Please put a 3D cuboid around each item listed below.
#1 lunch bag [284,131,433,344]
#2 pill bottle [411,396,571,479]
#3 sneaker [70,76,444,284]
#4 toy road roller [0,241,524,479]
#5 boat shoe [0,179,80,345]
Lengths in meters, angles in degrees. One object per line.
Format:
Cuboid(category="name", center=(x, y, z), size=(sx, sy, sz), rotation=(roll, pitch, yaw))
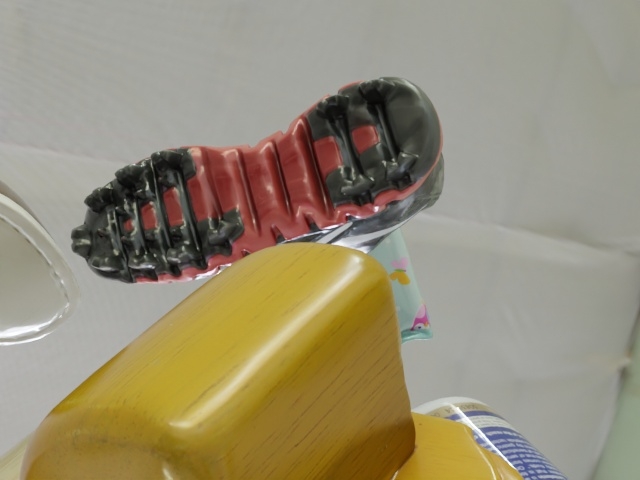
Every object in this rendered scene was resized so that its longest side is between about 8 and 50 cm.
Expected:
Cuboid(category="lunch bag", center=(0.000, 0.000, 1.367), size=(0.262, 0.160, 0.223), rotation=(-145, 36, -81))
Cuboid(category="pill bottle", center=(0.148, 0.245, 1.005), size=(0.153, 0.265, 0.153), rotation=(-16, -56, -25))
Cuboid(category="sneaker", center=(-0.034, -0.024, 0.945), size=(0.135, 0.276, 0.097), rotation=(37, -142, -65))
Cuboid(category="toy road roller", center=(-0.064, 0.123, 0.583), size=(0.202, 0.330, 0.240), rotation=(-40, -52, -46))
Cuboid(category="boat shoe", center=(-0.272, -0.033, 0.831), size=(0.117, 0.096, 0.324), rotation=(-38, -40, 13))
